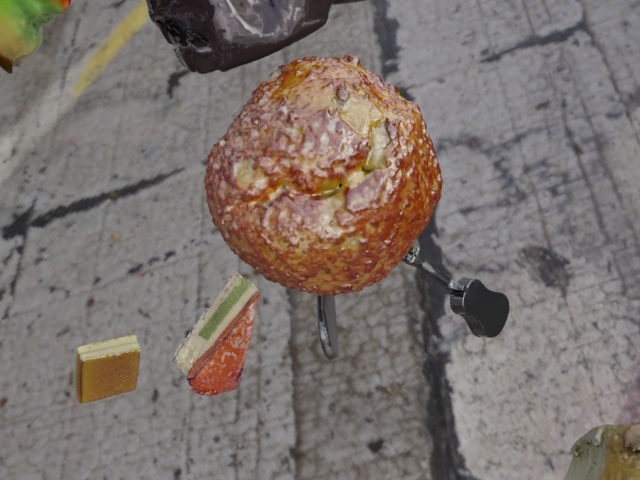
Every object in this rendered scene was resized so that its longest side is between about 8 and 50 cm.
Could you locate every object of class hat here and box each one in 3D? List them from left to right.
[{"bbox_3d":[-0.065,-0.344,0.998,0.238,0.209,0.336,18,42,32],"label":"hat"}]

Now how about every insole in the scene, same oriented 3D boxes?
[{"bbox_3d":[0.000,0.000,1.101,0.012,0.110,0.309,-10,58,8],"label":"insole"}]

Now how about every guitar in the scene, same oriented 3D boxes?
[{"bbox_3d":[0.218,0.073,1.536,0.038,0.271,0.084,-2,57,55],"label":"guitar"}]

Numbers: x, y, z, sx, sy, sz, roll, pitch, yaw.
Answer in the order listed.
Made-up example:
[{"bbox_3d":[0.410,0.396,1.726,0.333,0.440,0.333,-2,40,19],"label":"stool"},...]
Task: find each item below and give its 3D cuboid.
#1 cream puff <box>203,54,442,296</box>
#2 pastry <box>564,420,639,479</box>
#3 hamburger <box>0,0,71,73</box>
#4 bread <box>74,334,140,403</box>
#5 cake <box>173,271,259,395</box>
[{"bbox_3d":[0.000,-0.063,0.909,0.240,0.164,0.240,-2,83,14],"label":"cream puff"},{"bbox_3d":[0.341,0.247,0.897,0.218,0.229,0.100,4,67,35],"label":"pastry"},{"bbox_3d":[-0.283,-0.249,0.717,0.149,0.237,0.237,-54,44,1],"label":"hamburger"},{"bbox_3d":[-0.307,0.186,1.328,0.090,0.094,0.035,-10,44,-27],"label":"bread"},{"bbox_3d":[-0.191,0.172,1.645,0.117,0.220,0.086,-10,37,-37],"label":"cake"}]
